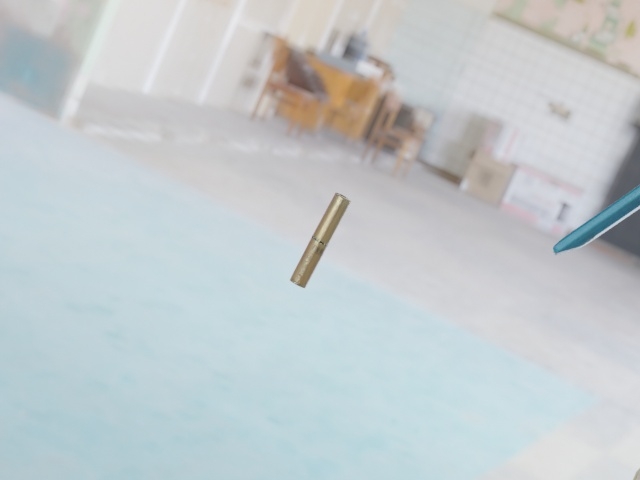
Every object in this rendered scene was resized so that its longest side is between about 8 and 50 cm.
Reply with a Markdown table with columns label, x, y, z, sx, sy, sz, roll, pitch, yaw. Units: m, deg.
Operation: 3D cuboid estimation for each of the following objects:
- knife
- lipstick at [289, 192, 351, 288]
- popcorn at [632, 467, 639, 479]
| label | x | y | z | sx | sy | sz | roll | pitch | yaw |
| --- | --- | --- | --- | --- | --- | --- | --- | --- | --- |
| knife | 0.316 | -0.068 | 1.402 | 0.026 | 0.296 | 0.044 | 57 | 28 | 6 |
| lipstick | 0.000 | 0.000 | 1.507 | 0.019 | 0.094 | 0.019 | 27 | 6 | -3 |
| popcorn | 0.241 | 0.175 | 0.924 | 0.173 | 0.174 | 0.142 | 25 | 18 | 6 |
